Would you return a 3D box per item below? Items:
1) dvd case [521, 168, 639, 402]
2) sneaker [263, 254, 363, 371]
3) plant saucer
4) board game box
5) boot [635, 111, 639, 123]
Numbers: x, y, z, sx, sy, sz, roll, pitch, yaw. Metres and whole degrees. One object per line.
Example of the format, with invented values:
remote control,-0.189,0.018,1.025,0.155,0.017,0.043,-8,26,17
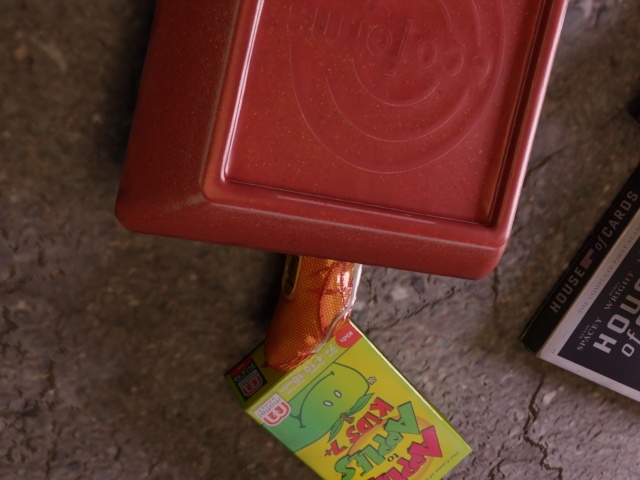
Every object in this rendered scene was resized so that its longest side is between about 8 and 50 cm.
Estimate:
dvd case,0.292,0.050,0.870,0.239,0.029,0.179,24,104,-35
sneaker,0.000,0.000,0.682,0.067,0.064,0.175,22,96,-26
plant saucer,0.037,-0.109,0.602,0.258,0.048,0.259,9,99,-30
board game box,0.024,0.125,0.768,0.092,0.043,0.181,-42,127,0
boot,0.337,-0.080,0.787,0.219,0.082,0.106,24,107,-33
